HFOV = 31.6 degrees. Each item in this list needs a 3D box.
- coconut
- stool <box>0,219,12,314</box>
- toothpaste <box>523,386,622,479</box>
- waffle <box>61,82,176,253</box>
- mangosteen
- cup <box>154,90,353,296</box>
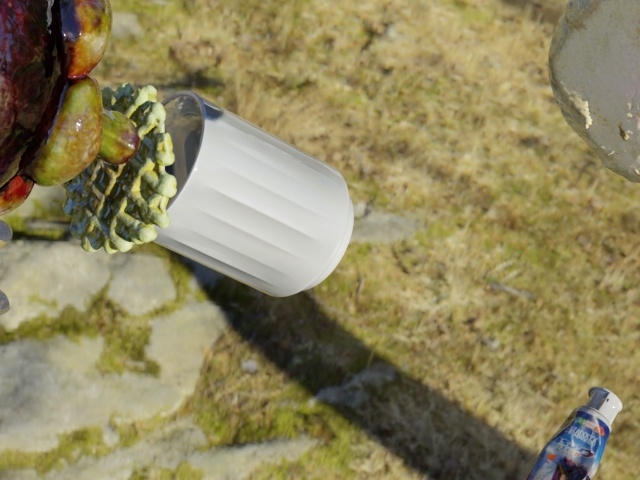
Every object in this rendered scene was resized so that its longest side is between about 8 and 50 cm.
[{"bbox_3d":[0.435,-0.227,1.265,0.297,0.297,0.309,34,45,18],"label":"coconut"},{"bbox_3d":[-0.650,0.061,1.903,0.272,0.178,0.272,36,31,-26],"label":"stool"},{"bbox_3d":[0.366,0.334,1.681,0.096,0.061,0.266,24,58,27],"label":"toothpaste"},{"bbox_3d":[-0.224,-0.078,1.231,0.036,0.169,0.184,-1,79,-54],"label":"waffle"},{"bbox_3d":[-0.219,-0.102,0.697,0.250,0.211,0.211,22,39,-32],"label":"mangosteen"},{"bbox_3d":[-0.155,-0.061,1.822,0.326,0.322,0.237,26,73,-37],"label":"cup"}]
